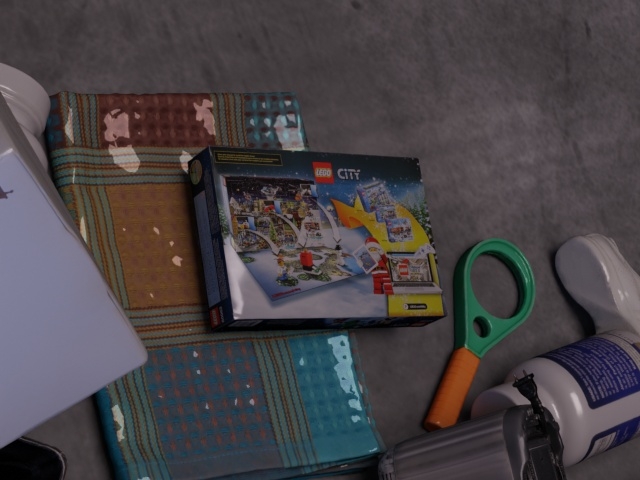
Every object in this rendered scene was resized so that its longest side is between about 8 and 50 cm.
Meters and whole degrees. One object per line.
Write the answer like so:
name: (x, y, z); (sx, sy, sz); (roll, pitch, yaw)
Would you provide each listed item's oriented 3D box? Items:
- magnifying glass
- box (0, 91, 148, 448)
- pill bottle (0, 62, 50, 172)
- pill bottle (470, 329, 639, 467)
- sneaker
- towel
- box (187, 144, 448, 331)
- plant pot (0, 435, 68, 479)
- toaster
magnifying glass: (0.155, 0.094, 1.430); (0.092, 0.026, 0.231); (38, 57, -16)
box: (-0.279, -0.052, 0.921); (0.168, 0.215, 0.345); (-31, 51, -7)
pill bottle: (-0.285, -0.029, 1.127); (0.121, 0.121, 0.216); (25, 61, -24)
pill bottle: (0.242, 0.161, 1.408); (0.187, 0.112, 0.112); (-14, 81, -36)
sneaker: (0.329, 0.089, 1.520); (0.094, 0.080, 0.212); (-10, 77, -47)
towel: (-0.092, 0.040, 1.280); (0.271, 0.040, 0.370); (-4, 75, -35)
box: (0.000, 0.000, 1.307); (0.233, 0.044, 0.159); (1, 71, -33)
plant pot: (-0.313, 0.219, 0.990); (0.188, 0.167, 0.187); (25, 60, -25)
toaster: (0.146, 0.241, 1.274); (0.129, 0.146, 0.227); (3, 71, -65)
